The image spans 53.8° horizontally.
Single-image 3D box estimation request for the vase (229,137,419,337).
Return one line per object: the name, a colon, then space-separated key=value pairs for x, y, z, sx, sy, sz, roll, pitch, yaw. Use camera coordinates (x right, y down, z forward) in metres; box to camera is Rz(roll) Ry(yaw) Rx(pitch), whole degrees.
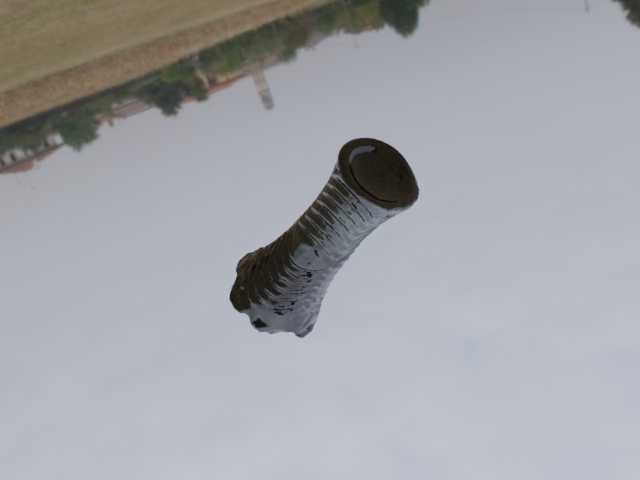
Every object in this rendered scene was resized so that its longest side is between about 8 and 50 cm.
vase: x=0.000 y=0.000 z=0.619 sx=0.115 sy=0.115 sz=0.237 roll=-37 pitch=171 yaw=-42
